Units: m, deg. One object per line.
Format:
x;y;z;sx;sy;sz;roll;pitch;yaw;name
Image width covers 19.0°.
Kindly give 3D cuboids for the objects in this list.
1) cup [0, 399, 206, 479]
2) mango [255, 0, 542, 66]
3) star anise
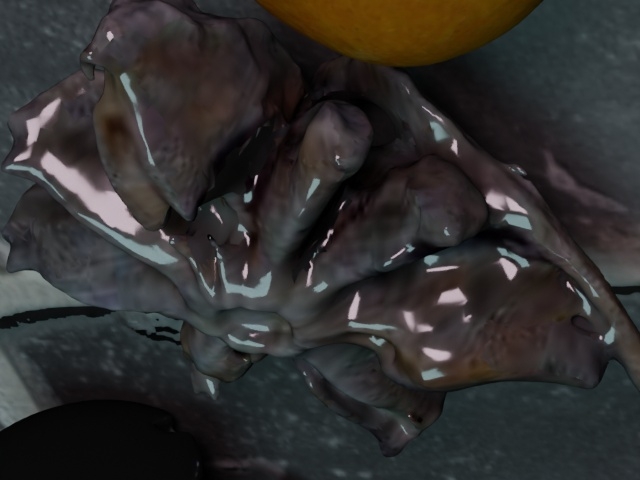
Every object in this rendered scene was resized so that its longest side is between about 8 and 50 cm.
-0.103;0.188;1.109;0.223;0.169;0.176;-13;120;-3;cup
-0.003;-0.182;0.701;0.254;0.139;0.175;60;149;2;mango
0.000;0.000;0.897;0.316;0.139;0.359;9;148;34;star anise
